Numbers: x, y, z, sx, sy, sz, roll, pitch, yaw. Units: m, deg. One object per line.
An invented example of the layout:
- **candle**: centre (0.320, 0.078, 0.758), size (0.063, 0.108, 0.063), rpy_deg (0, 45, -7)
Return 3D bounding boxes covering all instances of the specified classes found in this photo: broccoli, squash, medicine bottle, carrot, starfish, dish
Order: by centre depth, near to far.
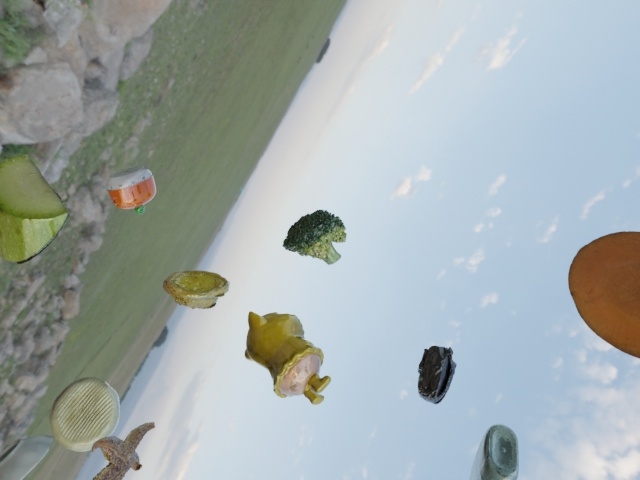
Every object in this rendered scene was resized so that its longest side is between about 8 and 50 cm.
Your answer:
- **medicine bottle**: centre (0.251, 0.366, 0.707), size (0.090, 0.053, 0.208), rpy_deg (-64, 158, -49)
- **squash**: centre (-0.595, -0.050, 0.890), size (0.184, 0.192, 0.085), rpy_deg (-47, 161, 10)
- **carrot**: centre (0.671, 0.111, 0.973), size (0.258, 0.100, 0.307), rpy_deg (-49, -133, 8)
- **starfish**: centre (-0.441, 0.486, 1.020), size (0.240, 0.043, 0.227), rpy_deg (85, 22, -49)
- **dish**: centre (-0.798, 0.572, 1.225), size (0.190, 0.066, 0.191), rpy_deg (-33, -163, 11)
- **broccoli**: centre (0.000, 0.000, 1.519), size (0.219, 0.194, 0.194), rpy_deg (-23, -147, 35)

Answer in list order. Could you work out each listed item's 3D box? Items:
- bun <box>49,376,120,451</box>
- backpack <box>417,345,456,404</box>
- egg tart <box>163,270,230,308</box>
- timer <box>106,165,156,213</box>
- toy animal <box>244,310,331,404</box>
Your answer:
- **bun**: centre (-0.735, 0.548, 1.488), size (0.127, 0.222, 0.222), rpy_deg (110, 1, -55)
- **backpack**: centre (0.345, 0.407, 1.438), size (0.165, 0.105, 0.120), rpy_deg (-59, 147, -28)
- **egg tart**: centre (-0.357, 0.142, 1.355), size (0.191, 0.191, 0.074), rpy_deg (-100, -159, -73)
- **timer**: centre (-0.509, -0.132, 1.283), size (0.099, 0.136, 0.136), rpy_deg (21, -100, 40)
- **toy animal**: centre (-0.075, 0.257, 1.028), size (0.156, 0.229, 0.156), rpy_deg (-36, 144, -31)
